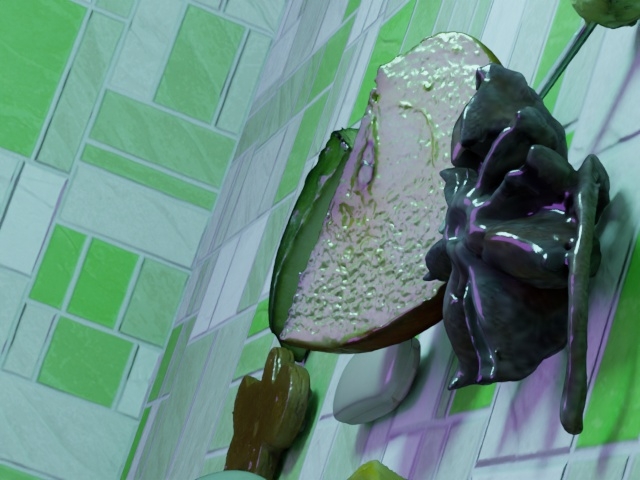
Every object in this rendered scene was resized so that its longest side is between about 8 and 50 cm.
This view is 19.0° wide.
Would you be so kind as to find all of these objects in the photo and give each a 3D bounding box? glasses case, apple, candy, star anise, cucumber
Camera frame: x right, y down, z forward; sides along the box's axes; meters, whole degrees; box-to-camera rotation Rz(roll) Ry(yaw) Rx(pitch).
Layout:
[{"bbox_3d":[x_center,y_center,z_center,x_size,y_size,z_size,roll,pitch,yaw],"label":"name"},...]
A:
[{"bbox_3d":[0.059,0.151,2.061,0.204,0.051,0.081,143,146,-69],"label":"glasses case"},{"bbox_3d":[0.097,-0.031,1.898,0.254,0.179,0.346,102,-170,-87],"label":"apple"},{"bbox_3d":[0.203,-0.140,1.738,0.335,0.092,0.093,-57,36,15],"label":"candy"},{"bbox_3d":[0.176,0.015,1.625,0.316,0.139,0.359,120,153,-70],"label":"star anise"},{"bbox_3d":[-0.002,-0.002,2.527,0.145,0.105,0.325,-95,26,-64],"label":"cucumber"}]

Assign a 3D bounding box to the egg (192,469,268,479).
[{"bbox_3d":[-0.123,0.388,2.095,0.282,0.203,0.203,-66,10,-9],"label":"egg"}]

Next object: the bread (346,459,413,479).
[{"bbox_3d":[0.036,0.344,1.684,0.138,0.077,0.361,-49,17,19],"label":"bread"}]

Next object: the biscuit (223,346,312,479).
[{"bbox_3d":[-0.066,0.238,2.506,0.301,0.049,0.197,133,146,-65],"label":"biscuit"}]
